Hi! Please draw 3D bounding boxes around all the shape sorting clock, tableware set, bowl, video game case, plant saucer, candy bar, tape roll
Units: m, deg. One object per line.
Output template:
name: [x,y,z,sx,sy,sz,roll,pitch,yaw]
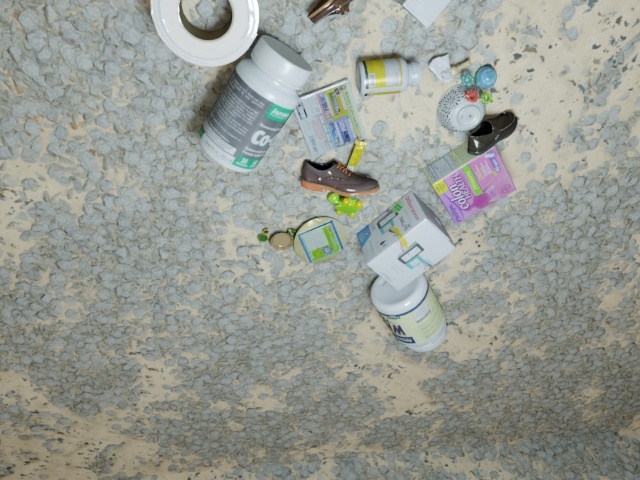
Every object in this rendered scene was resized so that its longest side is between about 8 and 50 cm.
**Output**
shape sorting clock: [0.000,0.000,1.927,0.206,0.040,0.206,-6,125,-8]
tableware set: [-0.149,-0.014,1.904,0.154,0.024,0.104,18,122,-21]
bowl: [0.472,-0.419,1.669,0.170,0.080,0.170,-5,126,-6]
video game case: [0.028,-0.392,1.652,0.193,0.023,0.212,-19,126,6]
plant saucer: [-0.143,0.000,1.893,0.083,0.015,0.083,-4,130,-4]
candy bar: [0.113,-0.271,1.745,0.040,0.018,0.161,11,133,-13]
tape roll: [-0.308,-0.624,1.377,0.286,0.100,0.286,-4,128,-6]

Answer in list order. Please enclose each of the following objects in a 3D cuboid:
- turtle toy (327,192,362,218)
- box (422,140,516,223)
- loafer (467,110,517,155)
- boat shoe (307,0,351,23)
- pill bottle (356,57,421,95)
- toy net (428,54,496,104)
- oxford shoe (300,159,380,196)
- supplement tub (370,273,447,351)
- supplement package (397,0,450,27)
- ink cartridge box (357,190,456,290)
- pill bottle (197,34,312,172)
turtle toy: [0.088,-0.135,1.824,0.130,0.066,0.095,12,147,-15]
box: [0.525,-0.216,1.805,0.243,0.117,0.213,-31,125,14]
loafer: [0.567,-0.365,1.678,0.220,0.080,0.078,-41,132,-19]
boat shoe: [0.061,-0.667,1.420,0.207,0.073,0.073,-34,122,16]
pill bottle: [0.206,-0.498,1.551,0.184,0.103,0.103,-7,127,-5]
toy net: [0.442,-0.506,1.606,0.232,0.045,0.122,12,102,-8]
oxford shoe: [0.070,-0.213,1.729,0.271,0.097,0.098,6,120,-1]
supplement tub: [0.367,0.281,2.075,0.235,0.235,0.325,-27,126,11]
supplement package: [0.309,-0.704,1.413,0.105,0.105,0.179,30,116,-26]
ink cartridge box: [0.312,0.001,1.882,0.270,0.198,0.197,-40,122,18]
pill bottle: [-0.192,-0.395,1.499,0.204,0.204,0.361,25,119,-25]
